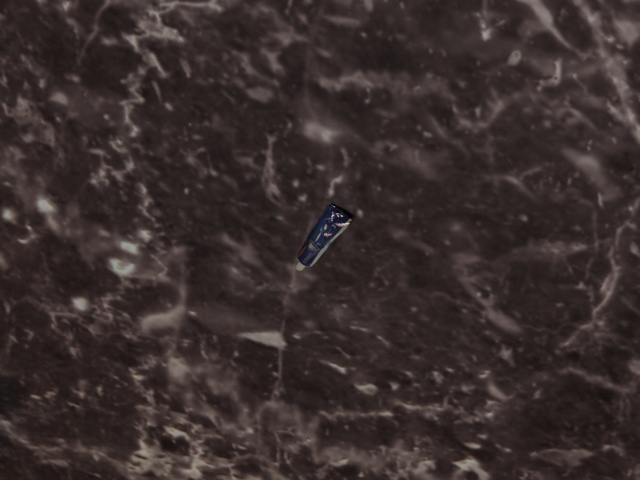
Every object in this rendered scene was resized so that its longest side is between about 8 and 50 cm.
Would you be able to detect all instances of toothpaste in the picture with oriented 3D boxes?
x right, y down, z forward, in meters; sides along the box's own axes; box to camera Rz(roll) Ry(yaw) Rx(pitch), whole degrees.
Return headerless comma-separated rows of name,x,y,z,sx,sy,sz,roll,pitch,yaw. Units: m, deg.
toothpaste,0.000,0.000,1.760,0.027,0.019,0.083,43,127,9
